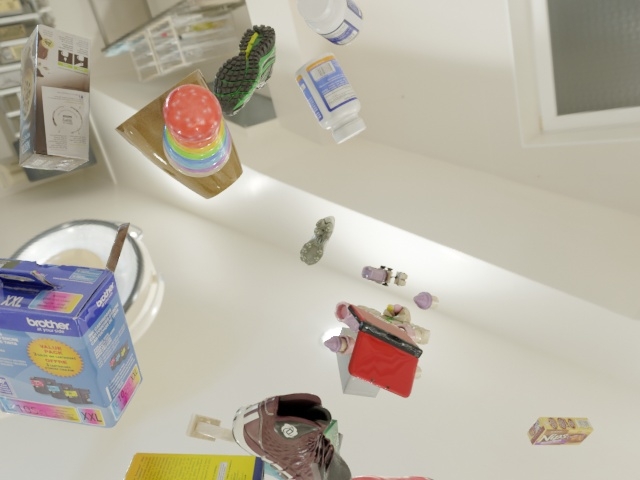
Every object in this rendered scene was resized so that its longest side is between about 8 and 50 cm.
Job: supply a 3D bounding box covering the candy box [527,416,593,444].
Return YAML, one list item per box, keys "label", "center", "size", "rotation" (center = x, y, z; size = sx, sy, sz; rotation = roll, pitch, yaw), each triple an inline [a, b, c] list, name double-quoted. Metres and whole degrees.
- label: "candy box"
  center: [0.841, 0.670, 1.706]
  size: [0.187, 0.109, 0.053]
  rotation: [4, -140, -10]

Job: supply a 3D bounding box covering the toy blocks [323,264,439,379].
- label: "toy blocks"
  center: [0.154, 0.231, 1.447]
  size: [0.260, 0.308, 0.289]
  rotation: [15, -179, -40]

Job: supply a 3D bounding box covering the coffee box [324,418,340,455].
- label: "coffee box"
  center: [-0.007, 0.544, 1.225]
  size: [0.040, 0.113, 0.184]
  rotation: [-1, -169, 27]

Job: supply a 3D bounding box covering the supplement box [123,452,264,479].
- label: "supplement box"
  center: [-0.330, 0.702, 1.266]
  size: [0.357, 0.194, 0.195]
  rotation: [1, -157, -1]

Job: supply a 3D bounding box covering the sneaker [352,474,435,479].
- label: "sneaker"
  center: [0.173, 0.657, 1.230]
  size: [0.314, 0.136, 0.115]
  rotation: [2, -120, -5]

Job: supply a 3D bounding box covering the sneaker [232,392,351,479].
- label: "sneaker"
  center: [-0.011, 0.371, 0.881]
  size: [0.162, 0.281, 0.106]
  rotation: [-39, -156, 30]

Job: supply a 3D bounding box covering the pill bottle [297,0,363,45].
- label: "pill bottle"
  center: [0.023, -0.552, 1.179]
  size: [0.112, 0.112, 0.187]
  rotation: [-5, -177, 26]

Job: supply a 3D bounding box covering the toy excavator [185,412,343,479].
- label: "toy excavator"
  center: [-0.209, 0.707, 1.698]
  size: [0.433, 0.445, 0.222]
  rotation: [-21, -133, 59]

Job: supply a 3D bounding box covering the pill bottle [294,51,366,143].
- label: "pill bottle"
  center: [0.041, -0.470, 1.625]
  size: [0.152, 0.272, 0.152]
  rotation: [-29, -174, 3]

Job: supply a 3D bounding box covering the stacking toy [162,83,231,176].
- label: "stacking toy"
  center: [-0.227, -0.203, 0.874]
  size: [0.141, 0.141, 0.330]
  rotation: [-18, -177, -11]

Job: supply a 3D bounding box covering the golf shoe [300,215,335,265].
- label: "golf shoe"
  center: [0.000, 0.000, 1.462]
  size: [0.069, 0.176, 0.086]
  rotation: [35, -148, 5]

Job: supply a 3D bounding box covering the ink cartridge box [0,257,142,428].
- label: "ink cartridge box"
  center: [-0.555, 0.191, 0.996]
  size: [0.270, 0.395, 0.151]
  rotation: [6, -147, 5]

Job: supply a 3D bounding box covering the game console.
- label: "game console"
  center: [0.104, 0.198, 0.881]
  size: [0.085, 0.144, 0.124]
  rotation: [-57, -156, 7]

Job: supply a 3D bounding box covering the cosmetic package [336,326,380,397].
- label: "cosmetic package"
  center: [0.132, 0.421, 1.696]
  size: [0.127, 0.107, 0.238]
  rotation: [12, -147, -12]

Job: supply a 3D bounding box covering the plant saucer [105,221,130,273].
- label: "plant saucer"
  center: [-0.587, 0.024, 1.398]
  size: [0.029, 0.168, 0.168]
  rotation: [17, -174, -23]

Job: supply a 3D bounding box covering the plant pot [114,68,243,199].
- label: "plant pot"
  center: [-0.306, -0.234, 1.164]
  size: [0.237, 0.254, 0.237]
  rotation: [-31, -157, 15]

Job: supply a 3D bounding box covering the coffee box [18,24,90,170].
- label: "coffee box"
  center: [-0.640, -0.329, 1.166]
  size: [0.119, 0.297, 0.168]
  rotation: [2, 175, -43]

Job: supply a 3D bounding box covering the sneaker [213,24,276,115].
- label: "sneaker"
  center: [-0.217, -0.515, 1.531]
  size: [0.134, 0.146, 0.343]
  rotation: [16, -118, 17]
